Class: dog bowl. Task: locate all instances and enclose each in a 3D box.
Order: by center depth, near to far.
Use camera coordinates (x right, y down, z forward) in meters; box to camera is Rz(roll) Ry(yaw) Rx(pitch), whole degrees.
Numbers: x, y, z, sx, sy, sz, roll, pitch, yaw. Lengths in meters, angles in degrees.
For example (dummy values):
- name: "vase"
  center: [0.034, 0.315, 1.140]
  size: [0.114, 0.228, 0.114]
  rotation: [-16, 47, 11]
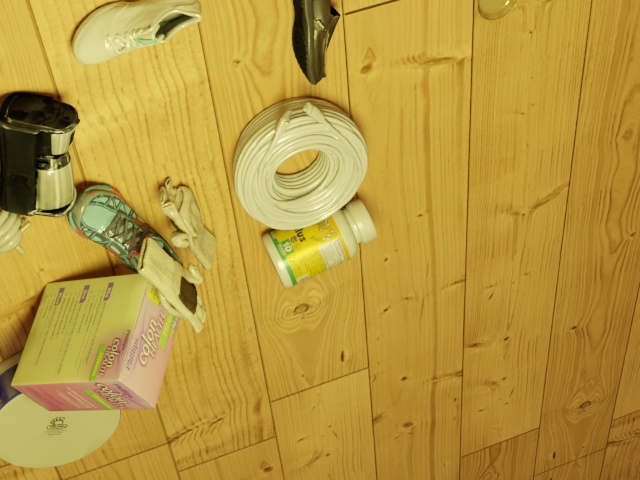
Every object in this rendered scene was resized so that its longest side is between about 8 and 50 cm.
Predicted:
- name: "dog bowl"
  center: [-0.539, 0.333, 2.078]
  size: [0.265, 0.104, 0.264]
  rotation: [-15, 135, -15]

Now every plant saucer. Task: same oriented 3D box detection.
- name: "plant saucer"
  center: [0.316, -0.436, 1.867]
  size: [0.084, 0.015, 0.083]
  rotation: [-14, 136, -15]

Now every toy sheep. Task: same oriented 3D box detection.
- name: "toy sheep"
  center: [-0.544, -0.023, 1.755]
  size: [0.091, 0.091, 0.132]
  rotation: [-35, 118, 7]

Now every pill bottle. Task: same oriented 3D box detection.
- name: "pill bottle"
  center: [0.000, 0.000, 2.036]
  size: [0.209, 0.117, 0.117]
  rotation: [-25, 137, -4]

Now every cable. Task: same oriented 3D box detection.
- name: "cable"
  center: [-0.040, -0.139, 1.908]
  size: [0.257, 0.089, 0.257]
  rotation: [24, 117, -42]

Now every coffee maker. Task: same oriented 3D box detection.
- name: "coffee maker"
  center: [-0.475, -0.135, 1.660]
  size: [0.171, 0.120, 0.178]
  rotation: [-7, 132, -21]

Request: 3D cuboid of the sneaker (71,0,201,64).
- name: "sneaker"
  center: [-0.283, -0.324, 1.601]
  size: [0.212, 0.094, 0.080]
  rotation: [-28, 138, -1]

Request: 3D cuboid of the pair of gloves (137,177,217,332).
- name: "pair of gloves"
  center: [-0.243, 0.022, 1.855]
  size: [0.042, 0.240, 0.204]
  rotation: [-9, 134, 20]

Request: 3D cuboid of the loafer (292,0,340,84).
- name: "loafer"
  center: [0.000, -0.357, 1.727]
  size: [0.078, 0.080, 0.220]
  rotation: [-15, 135, -14]

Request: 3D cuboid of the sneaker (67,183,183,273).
- name: "sneaker"
  center: [-0.332, -0.009, 1.836]
  size: [0.104, 0.125, 0.262]
  rotation: [-58, 140, -8]

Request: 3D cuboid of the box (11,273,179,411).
- name: "box"
  center: [-0.397, 0.185, 1.864]
  size: [0.243, 0.213, 0.117]
  rotation: [-7, 144, 27]
